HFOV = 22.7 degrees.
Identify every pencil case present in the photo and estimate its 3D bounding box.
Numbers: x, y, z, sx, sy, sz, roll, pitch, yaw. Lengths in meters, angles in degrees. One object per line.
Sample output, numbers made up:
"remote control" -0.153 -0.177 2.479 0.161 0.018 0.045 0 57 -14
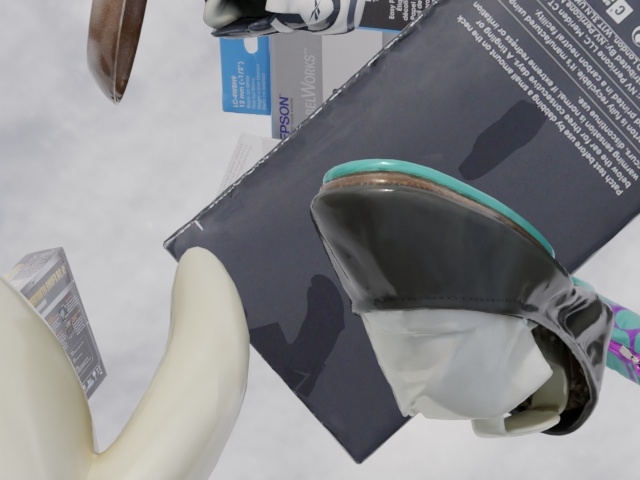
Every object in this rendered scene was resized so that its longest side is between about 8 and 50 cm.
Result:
"pencil case" 0.271 0.088 1.524 0.070 0.151 0.065 5 108 -50

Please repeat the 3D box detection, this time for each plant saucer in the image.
"plant saucer" -0.193 -0.230 1.532 0.036 0.198 0.199 10 112 -2

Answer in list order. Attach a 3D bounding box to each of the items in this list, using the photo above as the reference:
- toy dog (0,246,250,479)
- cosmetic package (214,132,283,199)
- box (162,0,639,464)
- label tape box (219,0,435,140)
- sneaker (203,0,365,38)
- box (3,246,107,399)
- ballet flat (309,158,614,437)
"toy dog" -0.266 0.005 0.619 0.395 0.408 0.285 -29 146 -3
"cosmetic package" 0.000 0.000 1.581 0.183 0.151 0.151 26 83 -35
"box" 0.087 -0.032 1.076 0.312 0.343 0.179 -41 87 2
"label tape box" 0.016 -0.231 1.858 0.115 0.347 0.249 -46 140 -58
"sneaker" -0.085 -0.262 1.611 0.153 0.235 0.094 -8 121 -46
"box" -0.340 0.132 1.899 0.056 0.231 0.183 -13 107 15
"ballet flat" 0.082 0.043 0.766 0.280 0.095 0.096 27 62 -57
